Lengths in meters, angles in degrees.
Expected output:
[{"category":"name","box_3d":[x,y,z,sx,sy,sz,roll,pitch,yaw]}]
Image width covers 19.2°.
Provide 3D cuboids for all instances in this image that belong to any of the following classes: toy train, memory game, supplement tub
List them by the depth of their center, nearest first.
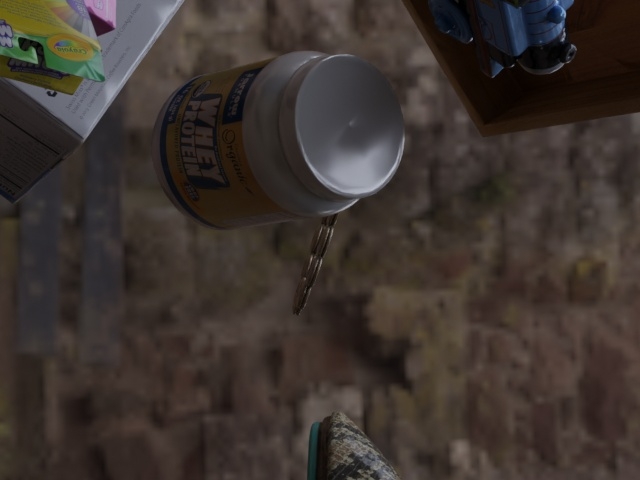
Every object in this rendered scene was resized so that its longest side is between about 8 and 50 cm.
[{"category":"toy train","box_3d":[0.117,-0.177,1.225,0.105,0.080,0.184,39,-17,32]},{"category":"supplement tub","box_3d":[-0.038,-0.087,1.645,0.200,0.144,0.144,-8,-98,50]},{"category":"memory game","box_3d":[0.000,0.000,2.204,0.186,0.012,0.186,-161,-90,-86]}]

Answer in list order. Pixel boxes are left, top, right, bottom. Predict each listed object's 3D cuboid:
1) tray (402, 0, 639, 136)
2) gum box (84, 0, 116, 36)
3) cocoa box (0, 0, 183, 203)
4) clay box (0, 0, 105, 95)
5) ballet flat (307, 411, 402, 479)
[{"category":"tray","box_3d":[0.226,-0.208,1.603,0.203,0.076,0.411,58,-25,-14]},{"category":"gum box","box_3d":[-0.283,-0.202,1.643,0.107,0.188,0.062,30,50,-50]},{"category":"cocoa box","box_3d":[-0.296,-0.259,2.030,0.228,0.231,0.347,-32,-156,58]},{"category":"clay box","box_3d":[-0.244,-0.191,1.402,0.053,0.127,0.222,-51,-137,31]},{"category":"ballet flat","box_3d":[0.047,0.360,1.631,0.164,0.182,0.483,78,18,-45]}]
